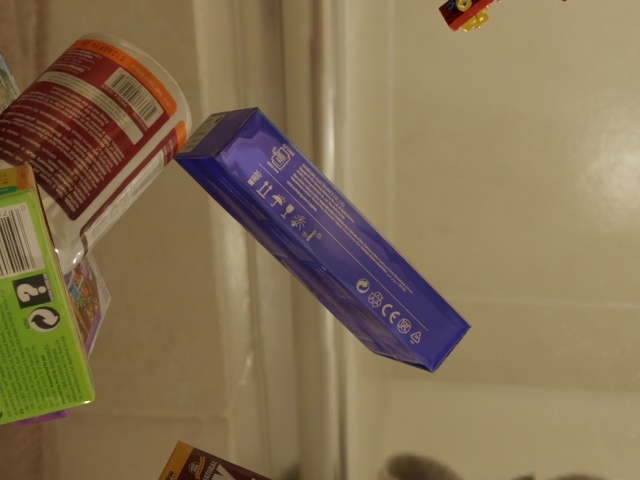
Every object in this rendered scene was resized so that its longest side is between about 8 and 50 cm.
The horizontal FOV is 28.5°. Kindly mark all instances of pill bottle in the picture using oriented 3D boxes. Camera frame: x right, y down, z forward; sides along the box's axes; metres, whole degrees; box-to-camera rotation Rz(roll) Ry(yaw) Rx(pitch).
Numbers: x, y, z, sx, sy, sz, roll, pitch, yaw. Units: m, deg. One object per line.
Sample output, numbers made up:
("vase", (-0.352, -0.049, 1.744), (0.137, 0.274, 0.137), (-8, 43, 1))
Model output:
("pill bottle", (-0.208, -0.048, 0.968), (0.121, 0.121, 0.221), (20, -123, 31))

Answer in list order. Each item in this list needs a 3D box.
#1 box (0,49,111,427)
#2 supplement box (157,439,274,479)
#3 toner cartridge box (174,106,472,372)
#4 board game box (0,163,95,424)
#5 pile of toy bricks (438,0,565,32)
("box", (-0.288, -0.005, 1.158), (0.057, 0.293, 0.201), (-13, -152, 11))
("supplement box", (-0.123, 0.382, 1.571), (0.194, 0.191, 0.129), (22, -131, 6))
("toner cartridge box", (0.000, 0.000, 1.402), (0.075, 0.348, 0.165), (-49, -161, -11))
("board game box", (-0.248, 0.051, 0.589), (0.260, 0.124, 0.039), (-14, -149, -8))
("pile of toy bricks", (0.209, -0.260, 1.147), (0.212, 0.105, 0.118), (-36, -139, 17))
